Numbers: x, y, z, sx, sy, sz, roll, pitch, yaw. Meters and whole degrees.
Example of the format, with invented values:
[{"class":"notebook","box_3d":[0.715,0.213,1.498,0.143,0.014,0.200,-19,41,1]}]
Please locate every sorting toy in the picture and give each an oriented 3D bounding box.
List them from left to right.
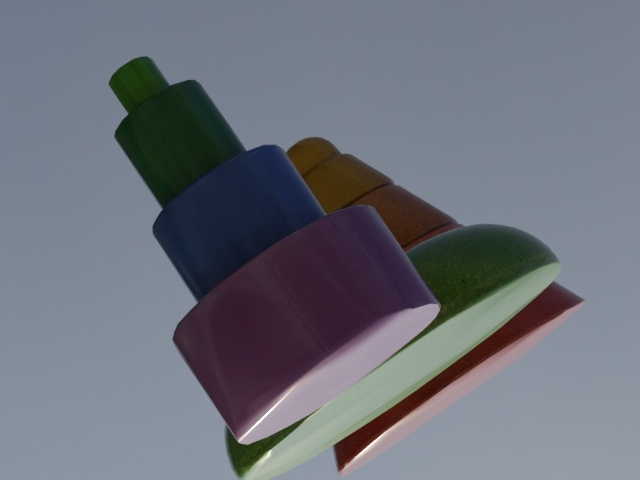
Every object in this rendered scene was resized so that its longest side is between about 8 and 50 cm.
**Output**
[{"class":"sorting toy","box_3d":[0.000,0.000,0.683,0.127,0.365,0.126,-36,-101,6]}]
